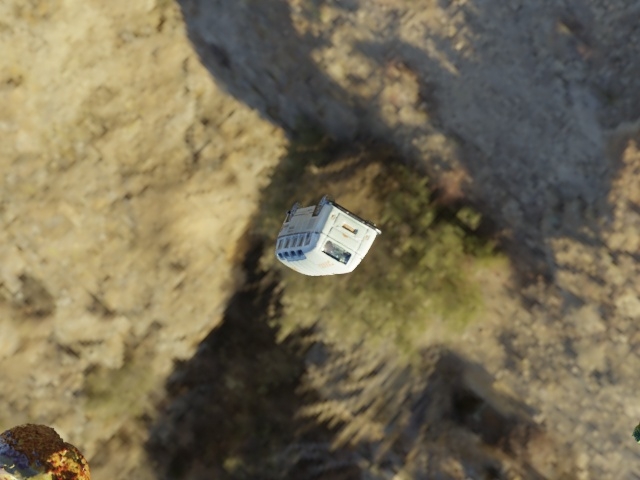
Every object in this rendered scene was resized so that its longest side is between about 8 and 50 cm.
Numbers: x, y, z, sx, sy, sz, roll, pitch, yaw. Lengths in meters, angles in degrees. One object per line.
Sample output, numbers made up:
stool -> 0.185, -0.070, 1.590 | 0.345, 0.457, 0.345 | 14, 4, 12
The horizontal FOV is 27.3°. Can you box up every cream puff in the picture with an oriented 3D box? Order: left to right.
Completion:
cream puff -> -0.334, 0.280, 1.612 | 0.149, 0.084, 0.149 | 29, 153, 16

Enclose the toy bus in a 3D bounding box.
toy bus -> 0.000, 0.000, 1.764 | 0.087, 0.089, 0.194 | 30, 167, -17

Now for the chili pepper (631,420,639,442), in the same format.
chili pepper -> 0.547, 0.298, 2.192 | 0.034, 0.091, 0.030 | 33, 161, 42
